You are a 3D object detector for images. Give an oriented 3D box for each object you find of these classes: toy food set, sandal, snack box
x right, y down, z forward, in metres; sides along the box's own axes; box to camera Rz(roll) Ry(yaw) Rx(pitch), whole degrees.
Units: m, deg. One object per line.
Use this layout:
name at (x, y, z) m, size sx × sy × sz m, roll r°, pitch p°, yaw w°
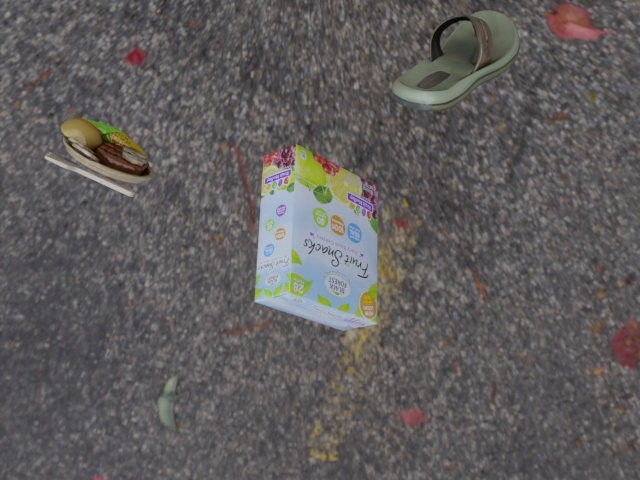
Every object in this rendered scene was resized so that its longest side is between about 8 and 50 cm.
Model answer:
toy food set at (-0.269, -0.116, 1.147) m, size 0.132 × 0.192 × 0.038 m, roll 24°, pitch 104°, yaw -11°
sandal at (0.208, -0.281, 1.325) m, size 0.120 × 0.303 × 0.086 m, roll 13°, pitch 127°, yaw 28°
snack box at (0.000, 0.000, 1.205) m, size 0.070 × 0.207 × 0.174 m, roll -15°, pitch 154°, yaw 40°
